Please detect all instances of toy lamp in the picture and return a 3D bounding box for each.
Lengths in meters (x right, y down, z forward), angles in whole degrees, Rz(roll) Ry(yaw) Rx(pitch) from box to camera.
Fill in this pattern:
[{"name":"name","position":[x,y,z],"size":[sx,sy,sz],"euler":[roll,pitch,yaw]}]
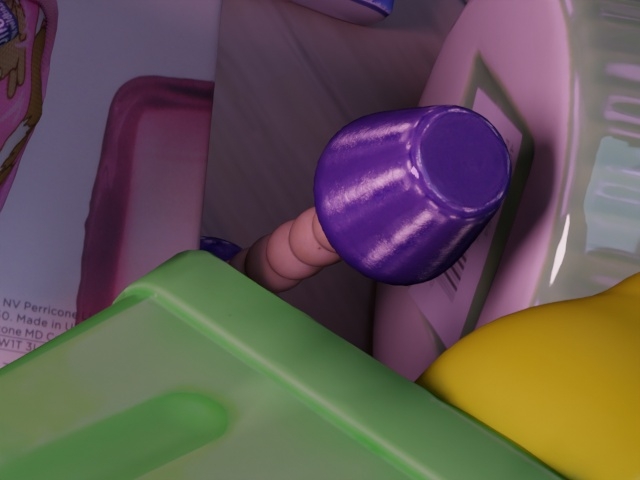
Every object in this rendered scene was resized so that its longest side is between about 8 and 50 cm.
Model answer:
[{"name":"toy lamp","position":[0.000,0.000,0.923],"size":[0.080,0.274,0.080],"euler":[6,75,-24]}]

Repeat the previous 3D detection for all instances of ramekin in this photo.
[{"name":"ramekin","position":[0.135,0.003,0.982],"size":[0.148,0.303,0.303],"euler":[12,71,-14]}]

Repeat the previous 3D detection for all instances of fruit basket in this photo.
[{"name":"fruit basket","position":[0.053,0.157,0.745],"size":[0.392,0.392,0.283],"euler":[1,115,-25]}]

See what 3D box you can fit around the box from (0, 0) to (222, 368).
[{"name":"box","position":[-0.136,-0.003,0.932],"size":[0.126,0.148,0.232],"euler":[12,72,-22]}]

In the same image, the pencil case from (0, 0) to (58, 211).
[{"name":"pencil case","position":[-0.294,-0.117,0.786],"size":[0.386,0.167,0.160],"euler":[29,76,9]}]

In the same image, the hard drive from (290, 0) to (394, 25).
[{"name":"hard drive","position":[-0.028,-0.302,1.098],"size":[0.210,0.040,0.319],"euler":[17,75,-26]}]
